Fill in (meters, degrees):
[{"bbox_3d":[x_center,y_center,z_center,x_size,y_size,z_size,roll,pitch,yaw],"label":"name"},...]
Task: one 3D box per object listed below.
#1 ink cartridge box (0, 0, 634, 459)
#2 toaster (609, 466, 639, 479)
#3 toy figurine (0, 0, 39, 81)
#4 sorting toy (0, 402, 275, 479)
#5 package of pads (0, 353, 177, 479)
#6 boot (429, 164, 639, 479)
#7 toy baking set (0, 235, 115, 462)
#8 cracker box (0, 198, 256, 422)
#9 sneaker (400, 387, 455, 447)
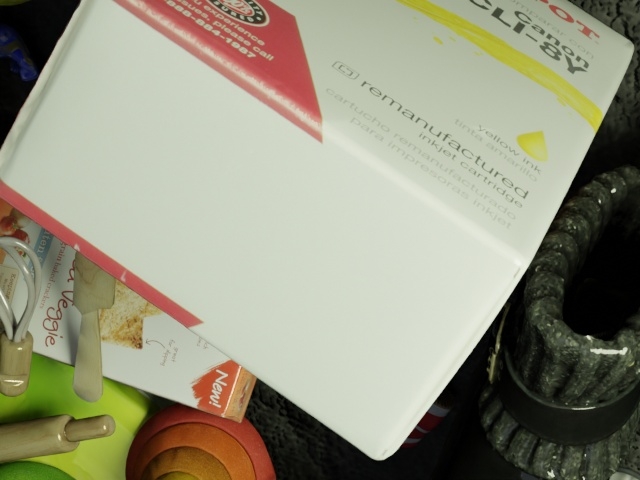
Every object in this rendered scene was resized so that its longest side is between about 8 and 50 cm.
[{"bbox_3d":[0.016,-0.081,1.122,0.279,0.384,0.160,33,119,3],"label":"ink cartridge box"},{"bbox_3d":[0.193,0.275,1.369,0.227,0.146,0.129,-34,100,31],"label":"toaster"},{"bbox_3d":[-0.315,-0.135,1.370,0.191,0.217,0.362,34,79,9],"label":"toy figurine"},{"bbox_3d":[-0.215,0.235,1.369,0.366,0.126,0.127,-21,94,8],"label":"sorting toy"},{"bbox_3d":[-0.180,0.237,1.480,0.296,0.101,0.229,39,100,2],"label":"package of pads"},{"bbox_3d":[0.150,0.141,1.174,0.131,0.348,0.260,18,147,-5],"label":"boot"},{"bbox_3d":[-0.242,0.085,1.344,0.256,0.030,0.196,-7,121,29],"label":"toy baking set"},{"bbox_3d":[-0.146,0.030,1.381,0.232,0.067,0.155,17,83,11],"label":"cracker box"},{"bbox_3d":[0.040,0.118,1.411,0.118,0.042,0.067,34,119,-1],"label":"sneaker"}]
